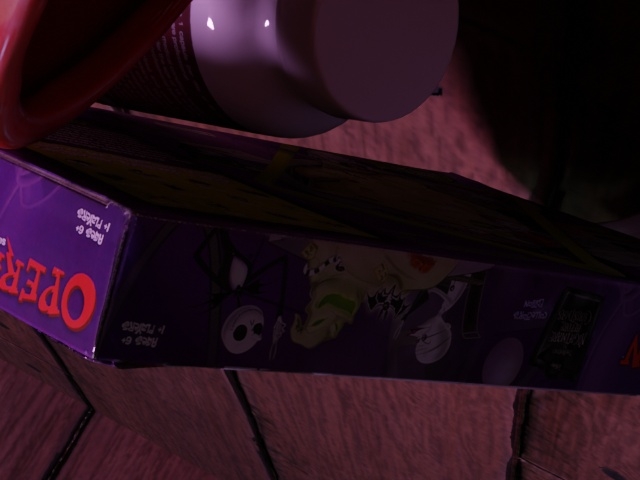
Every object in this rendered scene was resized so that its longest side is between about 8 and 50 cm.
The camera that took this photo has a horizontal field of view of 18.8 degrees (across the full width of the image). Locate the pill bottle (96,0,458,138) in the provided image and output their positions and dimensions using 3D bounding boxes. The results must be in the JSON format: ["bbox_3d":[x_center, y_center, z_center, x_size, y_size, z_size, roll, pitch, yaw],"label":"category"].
[{"bbox_3d":[-0.029,-0.081,0.663,0.152,0.086,0.086,15,158,47],"label":"pill bottle"}]

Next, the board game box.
[{"bbox_3d":[0.000,0.000,0.682,0.347,0.056,0.208,8,-165,-45],"label":"board game box"}]

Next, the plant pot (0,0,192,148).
[{"bbox_3d":[-0.093,-0.147,0.513,0.174,0.191,0.191,36,165,5],"label":"plant pot"}]

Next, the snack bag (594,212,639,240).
[{"bbox_3d":[0.285,0.064,0.749,0.342,0.037,0.323,36,163,-7],"label":"snack bag"}]
